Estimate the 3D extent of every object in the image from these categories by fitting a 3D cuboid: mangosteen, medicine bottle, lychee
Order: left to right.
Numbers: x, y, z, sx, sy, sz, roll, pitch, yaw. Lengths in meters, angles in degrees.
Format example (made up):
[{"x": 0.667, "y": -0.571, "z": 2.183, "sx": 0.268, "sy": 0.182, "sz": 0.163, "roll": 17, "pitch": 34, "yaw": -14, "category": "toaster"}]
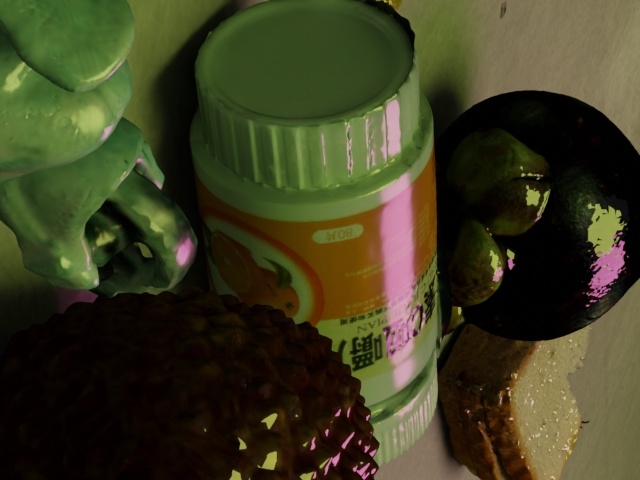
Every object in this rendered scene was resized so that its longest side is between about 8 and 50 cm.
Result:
[{"x": -0.082, "y": 0.135, "z": 1.006, "sx": 0.271, "sy": 0.236, "sz": 0.236, "roll": -34, "pitch": 137, "yaw": -48, "category": "lychee"}, {"x": 0.000, "y": 0.000, "z": 1.182, "sx": 0.158, "sy": 0.158, "sz": 0.318, "roll": -52, "pitch": 149, "yaw": -39, "category": "medicine bottle"}, {"x": 0.169, "y": -0.017, "z": 1.499, "sx": 0.243, "sy": 0.243, "sz": 0.243, "roll": -47, "pitch": 147, "yaw": -44, "category": "mangosteen"}]

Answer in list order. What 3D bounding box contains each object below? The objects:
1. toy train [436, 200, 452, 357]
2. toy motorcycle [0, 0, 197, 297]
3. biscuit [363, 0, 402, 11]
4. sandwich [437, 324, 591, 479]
[{"x": 0.073, "y": -0.004, "z": 1.370, "sx": 0.043, "sy": 0.047, "sz": 0.207, "roll": 89, "pitch": -3, "yaw": -57, "category": "toy train"}, {"x": -0.167, "y": -0.074, "z": 0.619, "sx": 0.154, "sy": 0.260, "sz": 0.206, "roll": -59, "pitch": 160, "yaw": -29, "category": "toy motorcycle"}, {"x": 0.044, "y": -0.200, "z": 1.302, "sx": 0.084, "sy": 0.023, "sz": 0.084, "roll": -50, "pitch": 151, "yaw": -42, "category": "biscuit"}, {"x": 0.228, "y": 0.110, "z": 1.851, "sx": 0.288, "sy": 0.100, "sz": 0.254, "roll": -61, "pitch": 149, "yaw": -24, "category": "sandwich"}]
